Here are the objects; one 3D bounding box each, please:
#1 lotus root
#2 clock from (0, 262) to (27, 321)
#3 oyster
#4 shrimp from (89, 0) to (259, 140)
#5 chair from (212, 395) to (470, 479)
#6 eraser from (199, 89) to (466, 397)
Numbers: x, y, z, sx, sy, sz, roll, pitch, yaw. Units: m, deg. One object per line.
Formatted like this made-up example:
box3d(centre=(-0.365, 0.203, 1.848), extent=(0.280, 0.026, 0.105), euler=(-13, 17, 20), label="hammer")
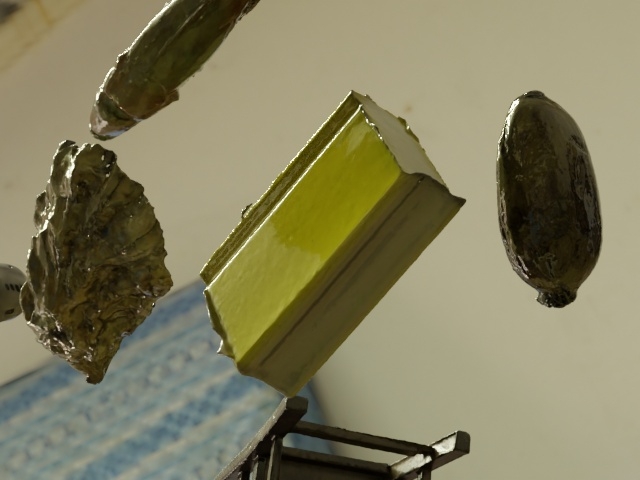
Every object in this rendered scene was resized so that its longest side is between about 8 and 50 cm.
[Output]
box3d(centre=(0.187, -0.035, 1.335), extent=(0.080, 0.179, 0.089), euler=(-6, -1, 22), label="lotus root")
box3d(centre=(-0.419, 0.071, 1.927), extent=(0.176, 0.080, 0.117), euler=(-23, -39, 28), label="clock")
box3d(centre=(-0.183, 0.016, 1.247), extent=(0.072, 0.133, 0.209), euler=(-44, -6, -39), label="oyster")
box3d(centre=(-0.100, -0.179, 1.367), extent=(0.267, 0.061, 0.145), euler=(-49, -2, 30), label="shrimp")
box3d(centre=(0.000, 0.368, 2.091), extent=(0.240, 0.203, 0.416), euler=(12, -26, -13), label="chair")
box3d(centre=(0.000, 0.000, 1.332), extent=(0.069, 0.158, 0.226), euler=(31, -72, -34), label="eraser")
